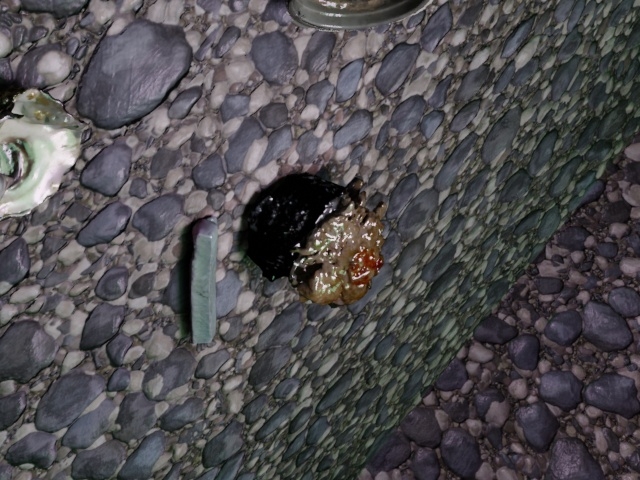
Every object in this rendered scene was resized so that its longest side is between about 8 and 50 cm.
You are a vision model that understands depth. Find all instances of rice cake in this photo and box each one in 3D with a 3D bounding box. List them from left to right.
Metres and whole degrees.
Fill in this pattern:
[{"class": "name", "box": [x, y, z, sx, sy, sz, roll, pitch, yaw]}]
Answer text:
[{"class": "rice cake", "box": [-0.209, 0.073, 1.931, 0.081, 0.051, 0.290, -71, 171, -45]}]

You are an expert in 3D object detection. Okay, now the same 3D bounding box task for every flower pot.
[{"class": "flower pot", "box": [0.054, -0.418, 1.614, 0.236, 0.140, 0.235, -5, 165, -1]}]

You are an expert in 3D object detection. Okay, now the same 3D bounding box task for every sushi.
[{"class": "sushi", "box": [0.004, 0.003, 1.972, 0.225, 0.219, 0.238, -18, 137, -51]}]

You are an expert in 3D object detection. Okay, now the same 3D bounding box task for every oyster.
[{"class": "oyster", "box": [-0.412, -0.108, 1.407, 0.214, 0.083, 0.223, -52, 156, 7]}]
